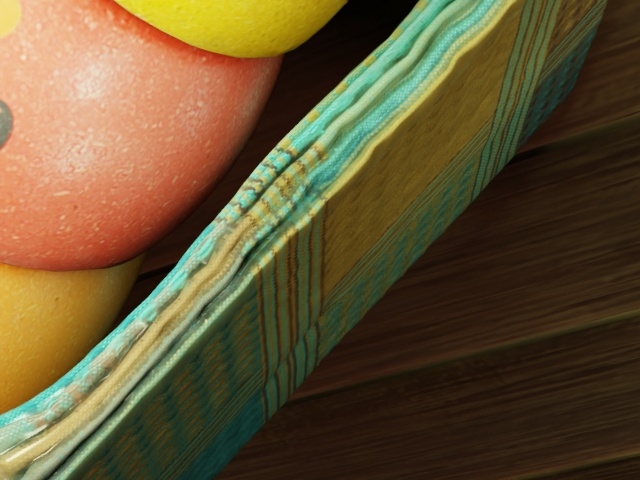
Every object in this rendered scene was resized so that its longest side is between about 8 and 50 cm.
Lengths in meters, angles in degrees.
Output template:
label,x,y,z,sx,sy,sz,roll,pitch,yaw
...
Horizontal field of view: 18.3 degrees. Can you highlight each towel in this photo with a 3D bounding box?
label,x,y,z,sx,sy,sz,roll,pitch,yaw
towel,0.000,0.000,0.829,0.040,0.370,0.271,40,163,10

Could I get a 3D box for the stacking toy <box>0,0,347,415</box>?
label,x,y,z,sx,sy,sz,roll,pitch,yaw
stacking toy,-0.090,-0.147,0.695,0.350,0.351,0.480,29,127,-36
